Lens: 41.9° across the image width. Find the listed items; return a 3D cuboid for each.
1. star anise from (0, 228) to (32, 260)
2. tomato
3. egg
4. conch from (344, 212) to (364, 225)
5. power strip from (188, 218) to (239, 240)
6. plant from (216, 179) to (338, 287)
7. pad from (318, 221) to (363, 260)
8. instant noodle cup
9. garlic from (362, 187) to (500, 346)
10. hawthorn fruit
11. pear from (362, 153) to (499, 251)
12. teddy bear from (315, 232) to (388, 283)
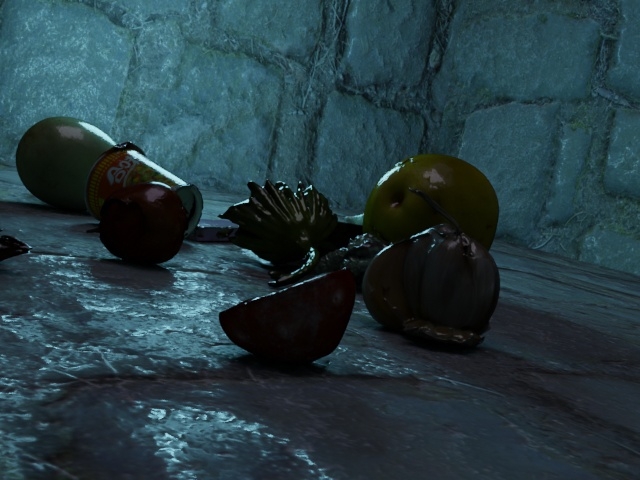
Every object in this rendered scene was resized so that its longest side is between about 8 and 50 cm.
[{"bbox_3d":[-0.502,0.002,1.182,0.212,0.053,0.157,9,6,5],"label":"star anise"},{"bbox_3d":[-0.029,0.095,0.941,0.159,0.091,0.139,-17,-5,2],"label":"tomato"},{"bbox_3d":[-0.582,-0.176,2.015,0.295,0.218,0.218,23,-2,-33],"label":"egg"},{"bbox_3d":[0.139,-0.035,2.508,0.137,0.114,0.234,18,-35,-34],"label":"conch"},{"bbox_3d":[-0.243,-0.024,1.980,0.109,0.037,0.279,14,7,30],"label":"power strip"},{"bbox_3d":[-0.048,0.026,1.613,0.251,0.180,0.333,-6,38,-21],"label":"plant"},{"bbox_3d":[0.000,0.000,1.825,0.235,0.003,0.158,9,-36,-13],"label":"pad"},{"bbox_3d":[-0.373,-0.095,1.819,0.212,0.193,0.193,23,12,32],"label":"instant noodle cup"},{"bbox_3d":[0.165,0.059,1.189,0.207,0.207,0.257,12,-31,20],"label":"garlic"},{"bbox_3d":[-0.310,-0.029,1.422,0.172,0.148,0.148,-2,7,-7],"label":"hawthorn fruit"},{"bbox_3d":[0.243,-0.030,1.702,0.336,0.285,0.285,9,5,-33],"label":"pear"},{"bbox_3d":[0.103,0.044,1.552,0.133,0.111,0.213,-1,10,-44],"label":"teddy bear"}]
